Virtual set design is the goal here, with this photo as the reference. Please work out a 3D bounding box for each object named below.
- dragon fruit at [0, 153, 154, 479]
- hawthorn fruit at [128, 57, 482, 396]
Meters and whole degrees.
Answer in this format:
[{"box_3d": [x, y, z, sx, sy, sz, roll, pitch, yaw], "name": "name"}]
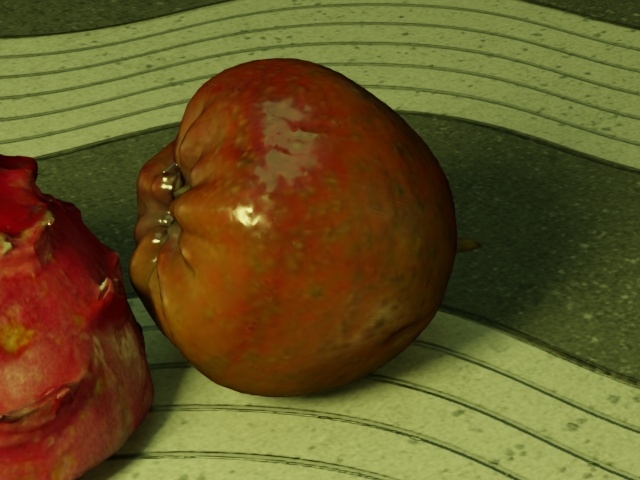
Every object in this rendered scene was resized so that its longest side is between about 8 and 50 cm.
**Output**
[{"box_3d": [-0.326, 0.057, 1.350, 0.386, 0.249, 0.371, -21, 28, -33], "name": "dragon fruit"}, {"box_3d": [0.000, 0.000, 1.407, 0.298, 0.277, 0.277, 6, 23, -23], "name": "hawthorn fruit"}]
